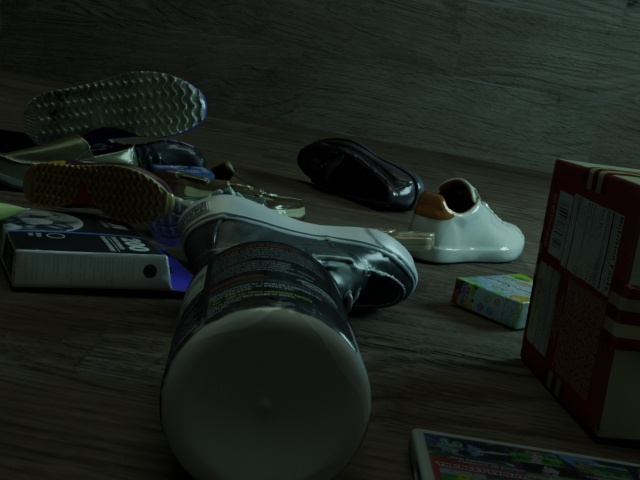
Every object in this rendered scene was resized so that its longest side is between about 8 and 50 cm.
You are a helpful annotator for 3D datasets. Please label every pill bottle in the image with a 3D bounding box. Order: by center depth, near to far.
[{"bbox_3d":[-0.041,0.074,0.683,0.131,0.130,0.245,9,12,-6],"label":"pill bottle"}]

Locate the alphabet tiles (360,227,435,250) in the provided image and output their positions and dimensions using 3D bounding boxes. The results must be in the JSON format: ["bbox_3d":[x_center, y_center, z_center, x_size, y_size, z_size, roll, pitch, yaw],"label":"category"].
[{"bbox_3d":[0.000,0.000,1.195,0.284,0.021,0.278,0,4,8],"label":"alphabet tiles"}]

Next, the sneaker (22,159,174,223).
[{"bbox_3d":[-0.248,-0.064,1.110,0.186,0.069,0.084,11,13,13],"label":"sneaker"}]

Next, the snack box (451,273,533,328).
[{"bbox_3d":[0.246,0.073,1.175,0.141,0.037,0.100,-1,16,-44],"label":"snack box"}]

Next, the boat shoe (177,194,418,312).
[{"bbox_3d":[-0.007,0.040,0.978,0.301,0.108,0.102,19,38,-40],"label":"boat shoe"}]

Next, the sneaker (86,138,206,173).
[{"bbox_3d":[-0.302,-0.115,1.540,0.224,0.083,0.098,3,23,11],"label":"sneaker"}]

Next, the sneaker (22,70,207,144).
[{"bbox_3d":[-0.312,-0.213,1.518,0.294,0.102,0.146,-3,9,12],"label":"sneaker"}]

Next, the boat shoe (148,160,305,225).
[{"bbox_3d":[-0.121,-0.064,1.308,0.095,0.095,0.258,-7,-3,42],"label":"boat shoe"}]

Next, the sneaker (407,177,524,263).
[{"bbox_3d":[0.243,-0.033,1.478,0.106,0.123,0.290,17,12,36],"label":"sneaker"}]

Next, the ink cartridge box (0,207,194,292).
[{"bbox_3d":[-0.242,0.009,1.035,0.208,0.045,0.206,5,11,-27],"label":"ink cartridge box"}]

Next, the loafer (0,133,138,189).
[{"bbox_3d":[-0.385,-0.120,1.415,0.251,0.087,0.094,2,14,-37],"label":"loafer"}]

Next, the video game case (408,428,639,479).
[{"bbox_3d":[0.164,0.183,0.618,0.202,0.023,0.183,9,12,-2],"label":"video game case"}]

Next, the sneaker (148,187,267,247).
[{"bbox_3d":[-0.131,-0.026,1.115,0.167,0.064,0.076,-2,2,37],"label":"sneaker"}]

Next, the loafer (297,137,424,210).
[{"bbox_3d":[0.058,-0.131,1.840,0.303,0.109,0.095,23,21,37],"label":"loafer"}]

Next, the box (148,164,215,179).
[{"bbox_3d":[-0.176,-0.069,1.443,0.109,0.042,0.178,0,20,-41],"label":"box"}]

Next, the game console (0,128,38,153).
[{"bbox_3d":[-0.507,-0.178,1.685,0.213,0.043,0.361,9,10,2],"label":"game console"}]

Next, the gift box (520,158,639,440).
[{"bbox_3d":[0.357,0.041,0.905,0.258,0.255,0.276,7,15,-6],"label":"gift box"}]

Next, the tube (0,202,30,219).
[{"bbox_3d":[-0.414,-0.019,0.940,0.070,0.062,0.240,46,31,21],"label":"tube"}]
